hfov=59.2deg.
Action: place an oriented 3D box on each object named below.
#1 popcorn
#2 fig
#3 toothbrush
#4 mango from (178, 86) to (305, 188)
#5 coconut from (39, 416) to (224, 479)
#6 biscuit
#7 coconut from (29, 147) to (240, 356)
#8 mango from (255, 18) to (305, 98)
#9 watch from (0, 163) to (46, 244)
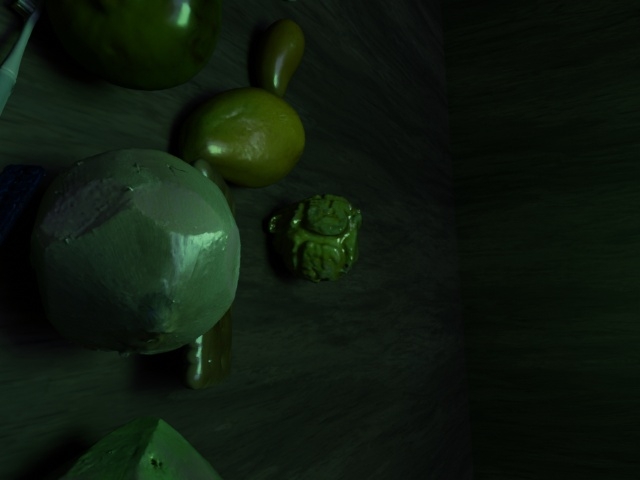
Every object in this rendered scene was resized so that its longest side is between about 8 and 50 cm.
[{"bbox_3d":[-0.001,0.000,1.136,0.187,0.167,0.185,-17,102,-66],"label":"popcorn"},{"bbox_3d":[-0.218,-0.290,0.719,0.230,0.207,0.207,15,71,-71],"label":"fig"},{"bbox_3d":[-0.334,-0.156,0.578,0.030,0.025,0.342,40,37,-46],"label":"toothbrush"},{"bbox_3d":[-0.127,-0.178,0.985,0.317,0.119,0.176,-20,105,-54],"label":"mango"},{"bbox_3d":[-0.206,0.317,0.626,0.204,0.236,0.235,121,-29,-75],"label":"coconut"},{"bbox_3d":[-0.162,0.056,0.855,0.217,0.044,0.324,72,18,-78],"label":"biscuit"},{"bbox_3d":[-0.204,0.018,0.631,0.227,0.227,0.230,63,-2,-36],"label":"coconut"},{"bbox_3d":[-0.087,-0.361,1.130,0.102,0.085,0.184,49,53,-55],"label":"mango"},{"bbox_3d":[-0.386,0.020,0.489,0.276,0.068,0.274,24,59,-60],"label":"watch"}]
